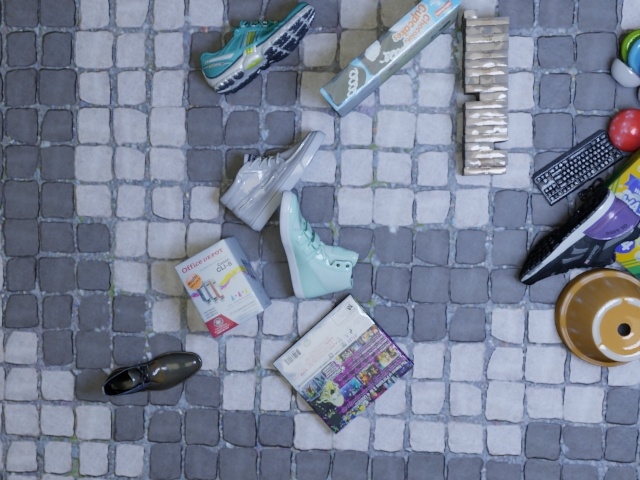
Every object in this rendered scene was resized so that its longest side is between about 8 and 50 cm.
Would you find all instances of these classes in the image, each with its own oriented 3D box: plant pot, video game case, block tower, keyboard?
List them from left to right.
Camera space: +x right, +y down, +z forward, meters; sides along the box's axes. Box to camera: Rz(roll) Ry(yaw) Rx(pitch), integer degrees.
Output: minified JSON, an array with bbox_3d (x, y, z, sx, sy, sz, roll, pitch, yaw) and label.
[{"bbox_3d":[0.050,0.267,1.927,0.232,0.042,0.210,-43,89,6],"label":"video game case"},{"bbox_3d":[0.342,-0.304,1.846,0.097,0.091,0.336,-2,94,4],"label":"block tower"},{"bbox_3d":[0.550,-0.142,1.871,0.180,0.023,0.108,-34,90,7],"label":"keyboard"},{"bbox_3d":[0.594,0.165,1.801,0.205,0.188,0.205,0,93,5],"label":"plant pot"}]

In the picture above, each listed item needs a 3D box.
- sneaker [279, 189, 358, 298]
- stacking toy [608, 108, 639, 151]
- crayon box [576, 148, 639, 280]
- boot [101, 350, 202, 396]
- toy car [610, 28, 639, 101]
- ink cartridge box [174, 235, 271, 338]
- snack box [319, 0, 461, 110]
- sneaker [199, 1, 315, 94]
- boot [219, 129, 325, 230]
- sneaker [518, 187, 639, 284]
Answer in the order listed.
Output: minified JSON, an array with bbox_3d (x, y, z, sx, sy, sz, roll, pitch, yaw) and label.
[{"bbox_3d":[0.000,0.000,1.864,0.151,0.094,0.256,-8,120,8],"label":"sneaker"},{"bbox_3d":[0.752,-0.188,1.809,0.330,0.141,0.141,21,95,10],"label":"stacking toy"},{"bbox_3d":[0.689,-0.089,1.762,0.203,0.083,0.323,40,123,2],"label":"crayon box"},{"bbox_3d":[-0.369,0.299,1.932,0.219,0.106,0.082,-17,92,6],"label":"boot"},{"bbox_3d":[0.685,-0.350,1.779,0.182,0.136,0.159,43,110,1],"label":"toy car"},{"bbox_3d":[-0.206,0.096,1.897,0.128,0.127,0.176,-30,90,6],"label":"ink cartridge box"},{"bbox_3d":[0.143,-0.381,1.809,0.322,0.187,0.060,-40,89,6],"label":"snack box"},{"bbox_3d":[-0.136,-0.425,1.878,0.275,0.107,0.110,-33,81,6],"label":"sneaker"},{"bbox_3d":[-0.107,-0.152,1.888,0.123,0.095,0.258,36,97,-5],"label":"boot"},{"bbox_3d":[0.524,0.027,1.792,0.124,0.107,0.283,38,132,-4],"label":"sneaker"}]
